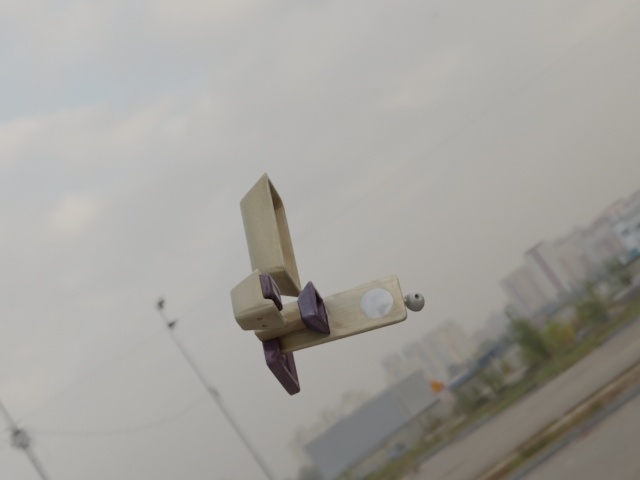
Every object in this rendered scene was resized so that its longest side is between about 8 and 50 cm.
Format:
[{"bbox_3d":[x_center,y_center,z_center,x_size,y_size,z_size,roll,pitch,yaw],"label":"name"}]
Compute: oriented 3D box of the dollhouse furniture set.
[{"bbox_3d":[0.000,0.000,0.635,0.081,0.114,0.091,-18,-34,8],"label":"dollhouse furniture set"}]
